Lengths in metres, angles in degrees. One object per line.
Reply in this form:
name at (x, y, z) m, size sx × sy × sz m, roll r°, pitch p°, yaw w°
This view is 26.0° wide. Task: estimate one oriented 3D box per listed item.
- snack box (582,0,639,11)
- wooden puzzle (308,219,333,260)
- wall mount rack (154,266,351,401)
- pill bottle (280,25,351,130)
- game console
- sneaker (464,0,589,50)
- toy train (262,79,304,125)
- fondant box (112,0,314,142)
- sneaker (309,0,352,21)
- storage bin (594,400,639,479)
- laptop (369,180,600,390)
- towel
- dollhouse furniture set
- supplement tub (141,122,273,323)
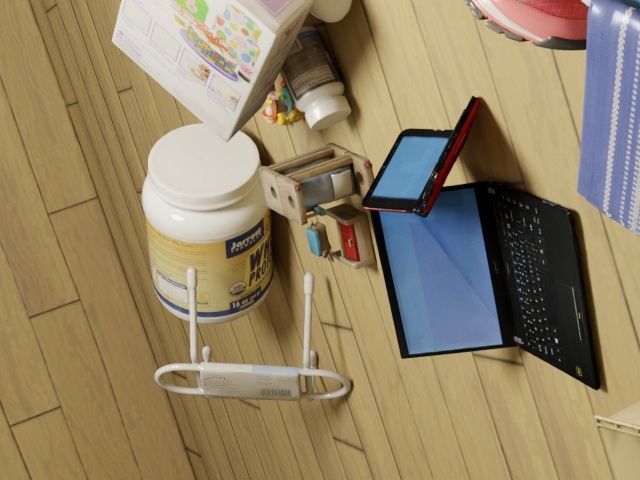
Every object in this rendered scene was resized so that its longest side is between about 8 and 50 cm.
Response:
snack box at (0.234, -0.315, 1.217) m, size 0.322 × 0.060 × 0.187 m, roll 44°, pitch 153°, yaw 18°
wooden puzzle at (0.000, 0.000, 2.320) m, size 0.083 × 0.006 × 0.049 m, roll 63°, pitch 159°, yaw 16°
wall mount rack at (-0.119, 0.180, 2.436) m, size 0.304 × 0.349 × 0.131 m, roll 88°, pitch -175°, yaw -58°
pill bottle at (-0.012, -0.235, 2.014) m, size 0.137 × 0.078 × 0.078 m, roll 65°, pitch 160°, yaw 10°
game console at (0.121, -0.106, 1.678) m, size 0.085 × 0.144 × 0.124 m, roll 24°, pitch 147°, yaw 7°
sneaker at (0.185, -0.322, 1.373) m, size 0.314 × 0.116 × 0.136 m, roll 56°, pitch 147°, yaw 22°
toy train at (-0.080, -0.241, 2.228) m, size 0.166 × 0.046 × 0.125 m, roll 11°, pitch 120°, yaw 67°
fondant box at (-0.160, -0.310, 1.951) m, size 0.238 × 0.096 × 0.330 m, roll 42°, pitch 155°, yaw 3°
sneaker at (0.008, -0.392, 1.808) m, size 0.094 × 0.090 × 0.235 m, roll 26°, pitch 137°, yaw 47°
storage bin at (0.420, 0.283, 1.360) m, size 0.260 × 0.123 × 0.262 m, roll 4°, pitch 113°, yaw 67°
laptop at (0.197, 0.060, 1.687) m, size 0.264 × 0.136 × 0.234 m, roll 30°, pitch 138°, yaw 60°
towel at (0.359, -0.058, 1.208) m, size 0.336 × 0.040 × 0.243 m, roll 37°, pitch 148°, yaw 36°
dollhouse furniture set at (0.008, -0.031, 2.089) m, size 0.129 × 0.129 × 0.184 m, roll 30°, pitch 136°, yaw 60°
supplement tub at (-0.200, -0.029, 2.479) m, size 0.228 × 0.228 × 0.316 m, roll 52°, pitch 155°, yaw 38°
